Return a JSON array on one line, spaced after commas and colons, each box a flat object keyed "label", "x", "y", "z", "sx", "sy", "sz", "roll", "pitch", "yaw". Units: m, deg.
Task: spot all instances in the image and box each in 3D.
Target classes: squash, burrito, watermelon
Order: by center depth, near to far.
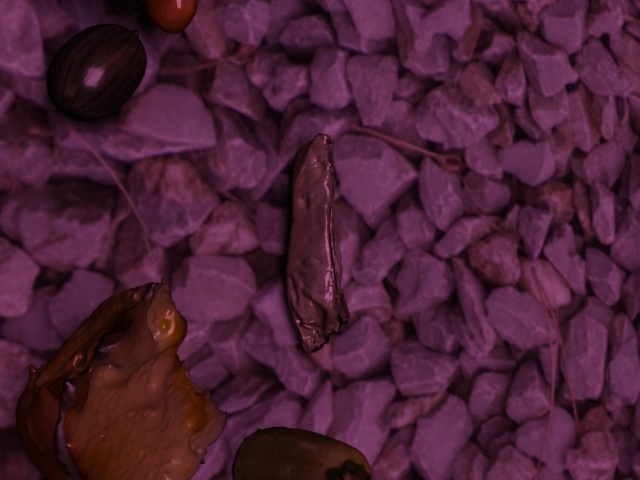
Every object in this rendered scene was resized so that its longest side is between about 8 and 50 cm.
[{"label": "squash", "x": -0.006, "y": 0.220, "z": 1.106, "sx": 0.094, "sy": 0.224, "sz": 0.094, "roll": 3, "pitch": 83, "yaw": -22}, {"label": "watermelon", "x": -0.209, "y": -0.160, "z": 1.135, "sx": 0.078, "sy": 0.078, "sz": 0.110, "roll": 49, "pitch": 61, "yaw": -14}, {"label": "burrito", "x": -0.002, "y": 0.000, "z": 1.235, "sx": 0.058, "sy": 0.063, "sz": 0.229, "roll": 18, "pitch": 69, "yaw": -55}]

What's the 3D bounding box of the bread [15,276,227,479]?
[{"label": "bread", "x": -0.193, "y": 0.136, "z": 1.062, "sx": 0.174, "sy": 0.133, "sz": 0.251, "roll": -53, "pitch": 151, "yaw": -24}]

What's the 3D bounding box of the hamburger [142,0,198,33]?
[{"label": "hamburger", "x": -0.140, "y": -0.343, "z": 1.103, "sx": 0.237, "sy": 0.276, "sz": 0.276, "roll": 45, "pitch": 63, "yaw": -13}]
